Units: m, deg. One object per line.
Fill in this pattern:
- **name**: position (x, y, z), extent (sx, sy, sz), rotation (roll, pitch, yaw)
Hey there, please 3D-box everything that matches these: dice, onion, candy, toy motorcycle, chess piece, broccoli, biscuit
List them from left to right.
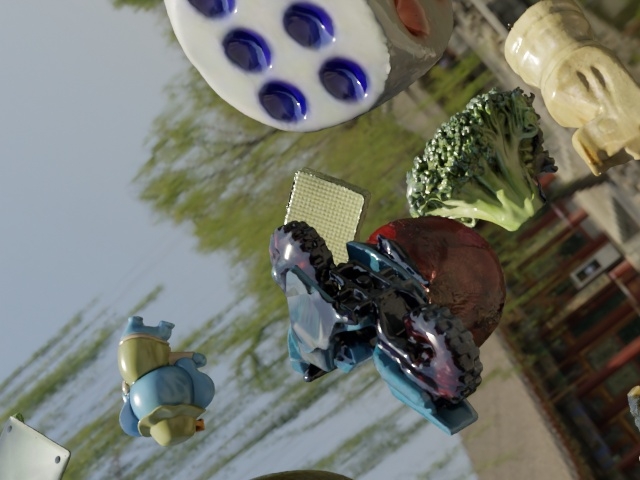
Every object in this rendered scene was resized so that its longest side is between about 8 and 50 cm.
- **dice**: position (-0.012, -0.294, 1.226), extent (0.259, 0.243, 0.251), rotation (56, -145, -24)
- **biscuit**: position (0.000, 0.000, 1.972), extent (0.150, 0.252, 0.052), rotation (19, -159, 17)
- **toy motorcycle**: position (0.067, 0.129, 1.419), extent (0.416, 0.172, 0.232), rotation (29, 134, 44)
- **onion**: position (0.181, 0.088, 1.777), extent (0.276, 0.276, 0.276), rotation (46, -167, -14)
- **broccoli**: position (0.322, -0.152, 2.137), extent (0.272, 0.334, 0.324), rotation (58, 166, -14)
- **chess piece**: position (0.385, -0.218, 1.497), extent (0.137, 0.137, 0.301), rotation (36, -160, -45)
- **candy**: position (0.549, 0.277, 1.668), extent (0.085, 0.095, 0.110), rotation (-63, -48, -75)

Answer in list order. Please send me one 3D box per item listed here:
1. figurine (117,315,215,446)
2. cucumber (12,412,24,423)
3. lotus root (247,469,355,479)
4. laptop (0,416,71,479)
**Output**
- **figurine**: position (-0.304, 0.272, 2.043), extent (0.154, 0.179, 0.262), rotation (130, 136, -68)
- **cucumber**: position (-0.595, 0.413, 2.022), extent (0.037, 0.037, 0.155), rotation (21, -113, -65)
- **lotus root**: position (-0.027, 0.491, 1.696), extent (0.346, 0.250, 0.250), rotation (12, -142, -52)
- **laptop**: position (-0.528, 0.452, 1.765), extent (0.187, 0.269, 0.015), rotation (17, 172, 39)
